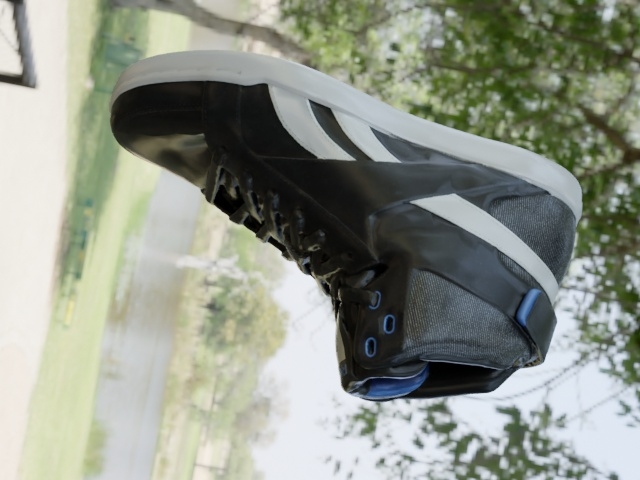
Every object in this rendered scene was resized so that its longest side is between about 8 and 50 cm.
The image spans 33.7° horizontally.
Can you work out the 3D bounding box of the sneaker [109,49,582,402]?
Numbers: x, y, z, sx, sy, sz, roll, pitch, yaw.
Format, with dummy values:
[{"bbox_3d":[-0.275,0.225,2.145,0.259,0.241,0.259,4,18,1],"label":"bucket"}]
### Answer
[{"bbox_3d":[0.000,0.000,0.448,0.079,0.217,0.121,101,4,-63],"label":"sneaker"}]
